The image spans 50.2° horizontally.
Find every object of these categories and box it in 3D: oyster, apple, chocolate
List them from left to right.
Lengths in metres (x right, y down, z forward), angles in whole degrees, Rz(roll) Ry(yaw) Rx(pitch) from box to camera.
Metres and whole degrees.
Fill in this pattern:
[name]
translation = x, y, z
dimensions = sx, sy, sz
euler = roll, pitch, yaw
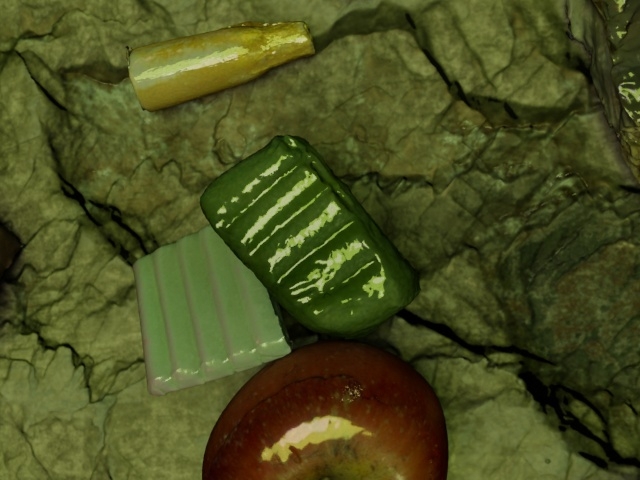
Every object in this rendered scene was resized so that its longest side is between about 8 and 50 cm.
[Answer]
[chocolate]
translation = -0.114, -0.213, 0.812
dimensions = 0.219, 0.085, 0.086
euler = -11, 92, 6
[apple]
translation = 0.009, 0.237, 0.754
dimensions = 0.251, 0.206, 0.272
euler = 32, 100, -6
[oyster]
translation = 0.345, -0.198, 0.714
dimensions = 0.166, 0.110, 0.342
euler = 0, 80, 4

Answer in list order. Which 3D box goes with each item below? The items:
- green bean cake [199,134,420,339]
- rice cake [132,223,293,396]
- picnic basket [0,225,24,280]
[green bean cake]
translation = 0.000, 0.000, 0.714
dimensions = 0.125, 0.248, 0.222
euler = -41, 85, 8
[rice cake]
translation = -0.135, 0.071, 0.794
dimensions = 0.189, 0.037, 0.198
euler = -21, 53, 12
[picnic basket]
translation = -0.574, 0.024, 0.778
dimensions = 0.337, 0.337, 0.293
euler = 38, 98, 5
